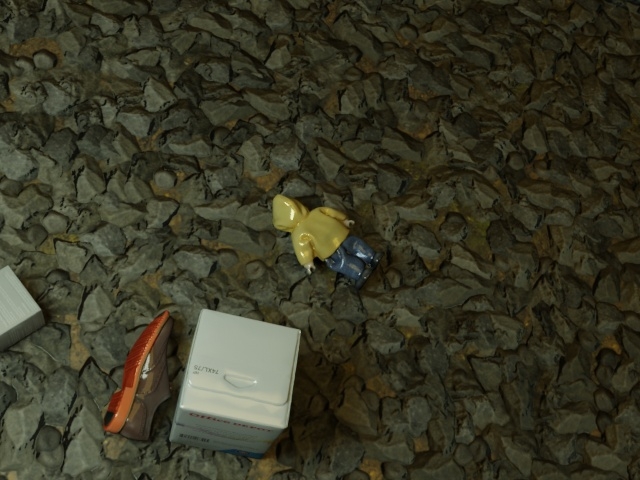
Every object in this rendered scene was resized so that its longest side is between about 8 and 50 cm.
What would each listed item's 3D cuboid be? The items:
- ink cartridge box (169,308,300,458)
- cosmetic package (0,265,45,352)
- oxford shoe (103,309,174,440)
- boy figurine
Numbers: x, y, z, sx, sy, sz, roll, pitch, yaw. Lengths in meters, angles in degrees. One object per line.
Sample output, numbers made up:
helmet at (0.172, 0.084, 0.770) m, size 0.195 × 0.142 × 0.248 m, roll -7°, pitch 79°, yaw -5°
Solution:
ink cartridge box at (-0.170, 0.286, 1.598) m, size 0.198 × 0.270 × 0.197 m, roll 13°, pitch 62°, yaw -8°
cosmetic package at (-0.682, 0.171, 1.620) m, size 0.238 × 0.107 × 0.127 m, roll -34°, pitch 77°, yaw -23°
oxford shoe at (-0.347, 0.274, 1.674) m, size 0.098 × 0.097 × 0.272 m, roll 30°, pitch 63°, yaw -22°
boy figurine at (0.000, 0.000, 1.888) m, size 0.285 × 0.092 × 0.177 m, roll 32°, pitch 61°, yaw 3°
